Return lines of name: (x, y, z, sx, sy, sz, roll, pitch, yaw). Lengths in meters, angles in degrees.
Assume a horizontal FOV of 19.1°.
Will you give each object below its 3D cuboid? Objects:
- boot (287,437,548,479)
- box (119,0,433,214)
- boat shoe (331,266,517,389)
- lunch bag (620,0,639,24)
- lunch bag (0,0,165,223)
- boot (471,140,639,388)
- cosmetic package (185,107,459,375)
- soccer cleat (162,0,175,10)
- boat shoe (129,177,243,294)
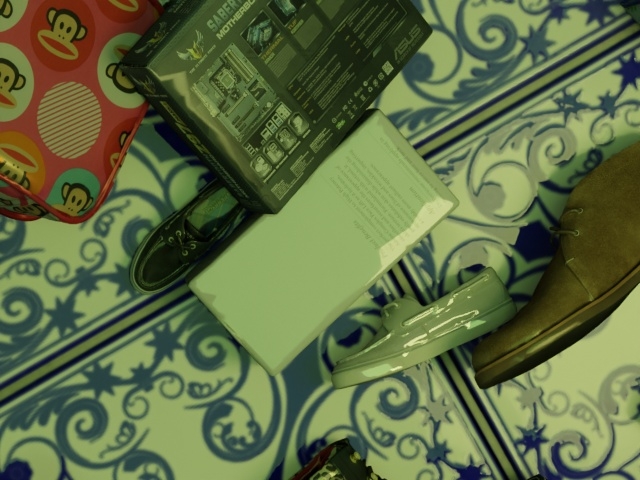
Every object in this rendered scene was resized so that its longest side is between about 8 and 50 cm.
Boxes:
boot: (0.084, 0.244, 1.715, 0.236, 0.085, 0.178, -37, 95, -5)
box: (-0.034, -0.167, 1.637, 0.233, 0.059, 0.183, -51, 120, -17)
boat shoe: (0.088, 0.078, 1.719, 0.184, 0.066, 0.063, -24, 86, -6)
lunch bag: (0.354, -0.198, 1.699, 0.129, 0.151, 0.096, 42, 86, -9)
lunch bag: (-0.270, -0.174, 1.568, 0.293, 0.120, 0.258, 31, 74, -35)
boot: (0.235, 0.019, 1.715, 0.305, 0.112, 0.115, -37, 84, -20)
cosmetic package: (0.000, 0.000, 1.692, 0.231, 0.085, 0.117, -41, 97, -3)
soccer cleat: (-0.064, -0.223, 1.684, 0.179, 0.060, 0.072, -35, 98, -8)
boat shoe: (-0.117, -0.008, 1.695, 0.049, 0.040, 0.142, 44, 86, -8)
